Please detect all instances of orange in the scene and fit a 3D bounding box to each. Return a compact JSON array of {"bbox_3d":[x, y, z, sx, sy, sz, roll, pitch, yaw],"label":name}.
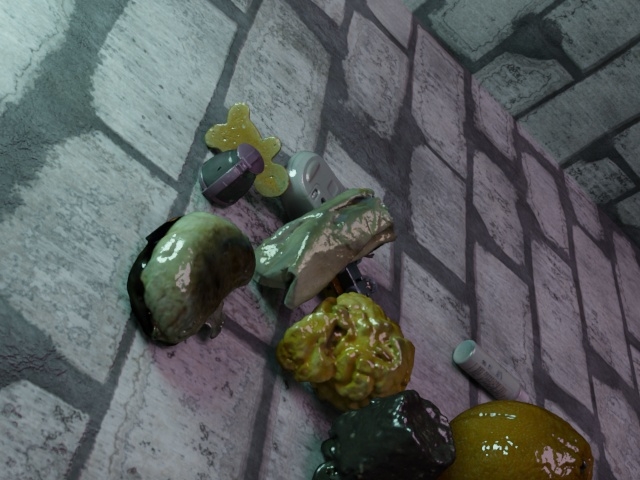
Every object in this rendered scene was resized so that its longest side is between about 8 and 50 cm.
[{"bbox_3d":[0.438,0.521,1.907,0.322,0.357,0.322,28,54,-46],"label":"orange"}]

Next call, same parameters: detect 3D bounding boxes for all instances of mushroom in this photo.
[{"bbox_3d":[-0.230,0.064,1.640,0.344,0.130,0.247,-31,96,-57],"label":"mushroom"}]

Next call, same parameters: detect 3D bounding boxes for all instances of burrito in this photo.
[{"bbox_3d":[0.002,0.001,1.864,0.332,0.135,0.190,-32,65,-28],"label":"burrito"}]

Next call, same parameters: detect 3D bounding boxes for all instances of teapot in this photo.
[{"bbox_3d":[-0.203,-0.154,1.853,0.148,0.146,0.116,-3,65,-53],"label":"teapot"}]

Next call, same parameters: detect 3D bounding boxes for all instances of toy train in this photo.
[{"bbox_3d":[0.049,0.096,1.984,0.089,0.127,0.219,-26,88,-49],"label":"toy train"}]

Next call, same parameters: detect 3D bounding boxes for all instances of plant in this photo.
[{"bbox_3d":[0.122,0.431,1.664,0.188,0.276,0.199,40,27,-30],"label":"plant"}]

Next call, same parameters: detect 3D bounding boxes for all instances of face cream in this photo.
[{"bbox_3d":[0.484,0.383,2.336,0.269,0.082,0.082,41,36,-23],"label":"face cream"}]

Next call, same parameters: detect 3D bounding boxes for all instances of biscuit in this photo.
[{"bbox_3d":[-0.162,-0.197,1.954,0.234,0.153,0.030,48,7,2],"label":"biscuit"}]

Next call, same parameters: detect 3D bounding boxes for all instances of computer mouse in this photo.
[{"bbox_3d":[-0.010,-0.079,2.068,0.297,0.121,0.184,53,39,-29],"label":"computer mouse"}]

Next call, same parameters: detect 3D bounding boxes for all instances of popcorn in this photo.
[{"bbox_3d":[0.061,0.235,1.808,0.332,0.225,0.264,18,52,-28],"label":"popcorn"}]

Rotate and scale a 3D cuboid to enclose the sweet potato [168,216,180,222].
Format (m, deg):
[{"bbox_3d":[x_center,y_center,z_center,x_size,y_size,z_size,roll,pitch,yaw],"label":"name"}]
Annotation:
[{"bbox_3d":[-0.291,-0.035,1.743,0.095,0.034,0.034,-14,74,-57],"label":"sweet potato"}]
